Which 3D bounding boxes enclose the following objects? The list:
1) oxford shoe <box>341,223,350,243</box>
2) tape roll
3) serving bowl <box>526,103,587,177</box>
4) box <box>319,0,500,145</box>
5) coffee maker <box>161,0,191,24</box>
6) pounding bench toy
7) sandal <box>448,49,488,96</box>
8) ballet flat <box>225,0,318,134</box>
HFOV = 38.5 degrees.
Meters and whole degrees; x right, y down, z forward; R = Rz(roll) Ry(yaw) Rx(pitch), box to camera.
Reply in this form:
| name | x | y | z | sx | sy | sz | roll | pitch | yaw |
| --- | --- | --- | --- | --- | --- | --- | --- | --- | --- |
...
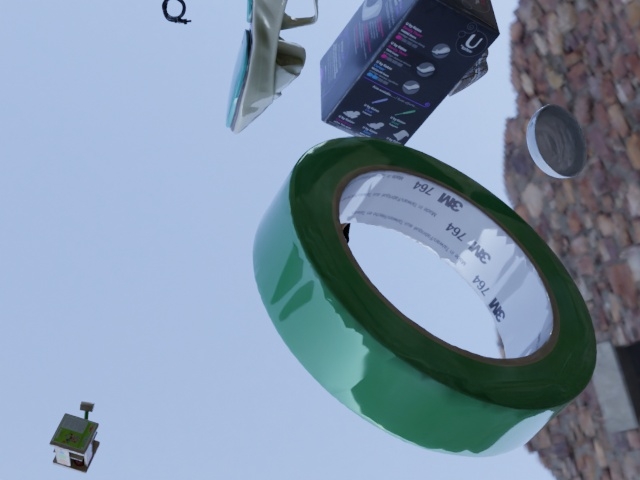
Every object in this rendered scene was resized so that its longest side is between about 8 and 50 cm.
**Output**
| name | x | y | z | sx | sy | sz | roll | pitch | yaw |
| --- | --- | --- | --- | --- | --- | --- | --- | --- | --- |
| oxford shoe | 0.000 | 0.000 | 1.422 | 0.076 | 0.212 | 0.076 | 32 | -131 | -3 |
| tape roll | 0.097 | 0.040 | 0.835 | 0.321 | 0.077 | 0.321 | 22 | -143 | -18 |
| serving bowl | 0.253 | -0.105 | 1.000 | 0.083 | 0.027 | 0.083 | 10 | -108 | -33 |
| box | 0.127 | -0.292 | 1.400 | 0.143 | 0.270 | 0.165 | 21 | -137 | -23 |
| coffee maker | -0.217 | -0.458 | 1.553 | 0.120 | 0.171 | 0.178 | 21 | -164 | 14 |
| pounding bench toy | -0.344 | 0.280 | 1.315 | 0.052 | 0.065 | 0.083 | 16 | -132 | 4 |
| sandal | 0.238 | -0.293 | 1.512 | 0.072 | 0.180 | 0.049 | -28 | -104 | -2 |
| ballet flat | -0.046 | -0.210 | 0.930 | 0.086 | 0.248 | 0.086 | 7 | -140 | -6 |
